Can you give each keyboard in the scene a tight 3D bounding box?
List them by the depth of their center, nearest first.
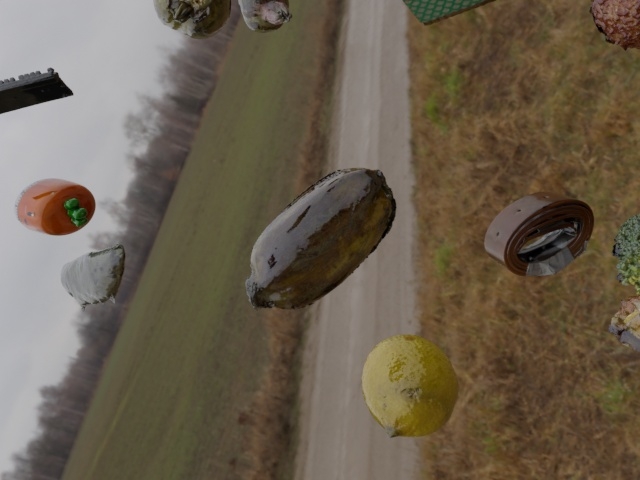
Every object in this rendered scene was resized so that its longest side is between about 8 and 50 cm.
[{"bbox_3d":[-0.522,-0.230,1.195,0.072,0.231,0.023,61,-163,-71],"label":"keyboard"}]

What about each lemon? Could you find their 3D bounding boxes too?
[{"bbox_3d":[0.209,0.339,1.763,0.228,0.228,0.253,-60,32,37],"label":"lemon"}]

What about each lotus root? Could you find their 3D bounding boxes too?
[{"bbox_3d":[-0.238,-0.451,1.371,0.278,0.154,0.154,-107,39,-72],"label":"lotus root"},{"bbox_3d":[0.000,0.000,1.547,0.397,0.196,0.179,-40,16,-13],"label":"lotus root"}]

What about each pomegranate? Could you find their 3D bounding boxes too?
[{"bbox_3d":[-0.137,-0.572,1.810,0.163,0.126,0.138,-102,9,-51],"label":"pomegranate"}]

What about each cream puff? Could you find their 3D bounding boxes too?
[{"bbox_3d":[0.739,-0.549,1.547,0.228,0.350,0.350,51,126,38],"label":"cream puff"}]

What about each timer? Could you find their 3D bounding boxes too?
[{"bbox_3d":[-0.448,-0.053,1.275,0.136,0.136,0.099,-93,3,-61],"label":"timer"}]

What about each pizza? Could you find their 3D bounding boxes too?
[{"bbox_3d":[0.644,0.185,1.326,0.114,0.278,0.409,-59,14,2],"label":"pizza"}]

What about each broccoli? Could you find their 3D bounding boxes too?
[{"bbox_3d":[0.813,0.026,1.669,0.242,0.273,0.180,-56,-18,-10],"label":"broccoli"}]

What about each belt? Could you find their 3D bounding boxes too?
[{"bbox_3d":[0.532,-0.013,1.790,0.105,0.261,0.184,-143,38,-61],"label":"belt"}]

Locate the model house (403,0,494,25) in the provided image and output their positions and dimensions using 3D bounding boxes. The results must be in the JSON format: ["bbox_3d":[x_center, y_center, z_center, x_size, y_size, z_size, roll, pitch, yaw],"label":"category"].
[{"bbox_3d":[0.142,-0.326,0.701,0.178,0.271,0.206,-7,92,36],"label":"model house"}]

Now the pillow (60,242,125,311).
[{"bbox_3d":[-0.372,0.066,1.208,0.241,0.051,0.093,-15,84,49],"label":"pillow"}]
